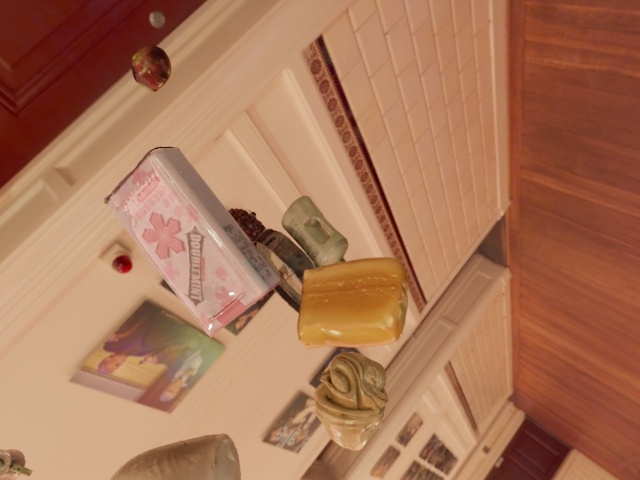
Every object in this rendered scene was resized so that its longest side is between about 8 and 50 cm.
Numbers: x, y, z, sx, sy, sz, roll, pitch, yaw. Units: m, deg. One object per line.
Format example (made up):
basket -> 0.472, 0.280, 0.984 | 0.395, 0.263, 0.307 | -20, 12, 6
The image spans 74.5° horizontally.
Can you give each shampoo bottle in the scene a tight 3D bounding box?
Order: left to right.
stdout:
shampoo bottle -> 0.000, 0.000, 1.124 | 0.234, 0.118, 0.087 | 49, -150, 21

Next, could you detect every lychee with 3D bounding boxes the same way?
lychee -> -0.294, 0.013, 1.515 | 0.264, 0.300, 0.264 | 17, 153, 9

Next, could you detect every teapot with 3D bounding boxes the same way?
teapot -> -0.608, 0.439, 0.817 | 0.083, 0.064, 0.064 | 16, 144, -2

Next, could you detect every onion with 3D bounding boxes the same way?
onion -> -0.471, -0.489, 1.184 | 0.117, 0.118, 0.118 | 58, 173, 15

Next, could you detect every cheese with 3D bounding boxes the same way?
cheese -> -0.201, 0.376, 0.567 | 0.189, 0.198, 0.154 | 0, 180, -13

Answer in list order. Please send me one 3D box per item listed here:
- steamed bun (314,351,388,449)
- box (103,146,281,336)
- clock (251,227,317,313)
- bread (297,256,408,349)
steamed bun -> 0.082, 0.522, 1.432 | 0.203, 0.289, 0.276 | 31, 166, -20
box -> -0.265, -0.001, 0.876 | 0.370, 0.190, 0.112 | 53, -160, 1
clock -> -0.086, 0.105, 1.215 | 0.312, 0.061, 0.313 | 40, 157, 21
bread -> 0.049, 0.097, 0.630 | 0.173, 0.134, 0.085 | -5, 147, 21
